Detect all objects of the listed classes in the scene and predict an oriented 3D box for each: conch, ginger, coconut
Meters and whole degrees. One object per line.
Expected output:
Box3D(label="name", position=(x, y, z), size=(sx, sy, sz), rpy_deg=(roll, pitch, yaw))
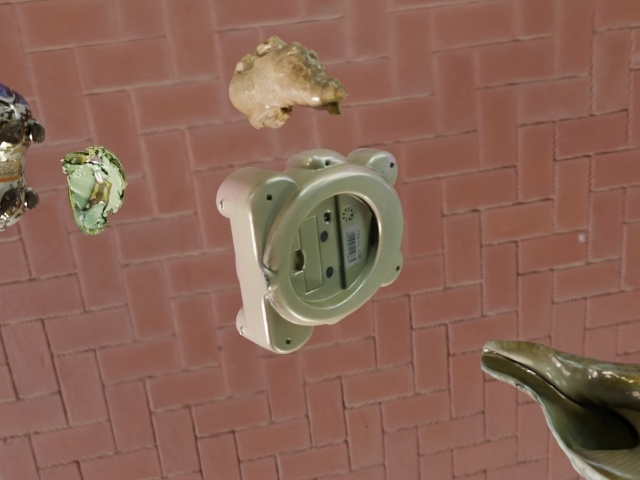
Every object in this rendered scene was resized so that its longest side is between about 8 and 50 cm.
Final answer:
Box3D(label="conch", position=(0.335, 0.188, 0.671), size=(0.203, 0.386, 0.170), rpy_deg=(-49, 122, -37))
Box3D(label="ginger", position=(-0.054, -0.246, 1.093), size=(0.074, 0.213, 0.138), rpy_deg=(-30, 109, -40))
Box3D(label="coconut", position=(-0.401, -0.101, 1.267), size=(0.133, 0.055, 0.158), rpy_deg=(44, 113, 11))

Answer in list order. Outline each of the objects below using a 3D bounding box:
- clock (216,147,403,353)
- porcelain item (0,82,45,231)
Box3D(label="clock", position=(0.000, 0.000, 1.100), size=(0.309, 0.114, 0.284), rpy_deg=(-24, 117, -37))
Box3D(label="porcelain item", position=(-0.618, -0.160, 1.318), size=(0.138, 0.186, 0.288), rpy_deg=(-23, 133, -46))
